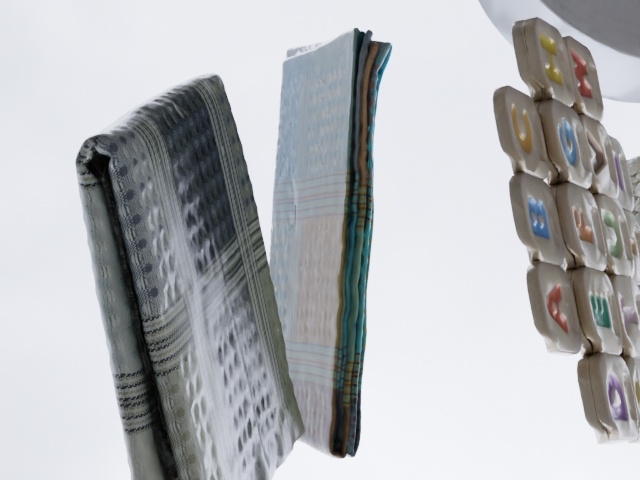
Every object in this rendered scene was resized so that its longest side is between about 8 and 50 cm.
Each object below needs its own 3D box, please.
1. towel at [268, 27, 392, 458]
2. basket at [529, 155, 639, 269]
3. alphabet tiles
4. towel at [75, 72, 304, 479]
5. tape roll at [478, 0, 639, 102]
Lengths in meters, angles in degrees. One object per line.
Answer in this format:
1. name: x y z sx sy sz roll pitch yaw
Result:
1. towel: 0.000 0.000 1.752 0.040 0.370 0.271 4 -179 -16
2. basket: 0.279 -0.005 1.714 0.113 0.167 0.103 17 -108 -25
3. alphabet tiles: 0.183 -0.005 1.283 0.021 0.278 0.284 -14 -101 23
4. towel: -0.094 0.053 1.416 0.056 0.324 0.312 -10 -168 13
5. tape roll: 0.249 -0.252 1.459 0.286 0.100 0.286 2 -103 -9
